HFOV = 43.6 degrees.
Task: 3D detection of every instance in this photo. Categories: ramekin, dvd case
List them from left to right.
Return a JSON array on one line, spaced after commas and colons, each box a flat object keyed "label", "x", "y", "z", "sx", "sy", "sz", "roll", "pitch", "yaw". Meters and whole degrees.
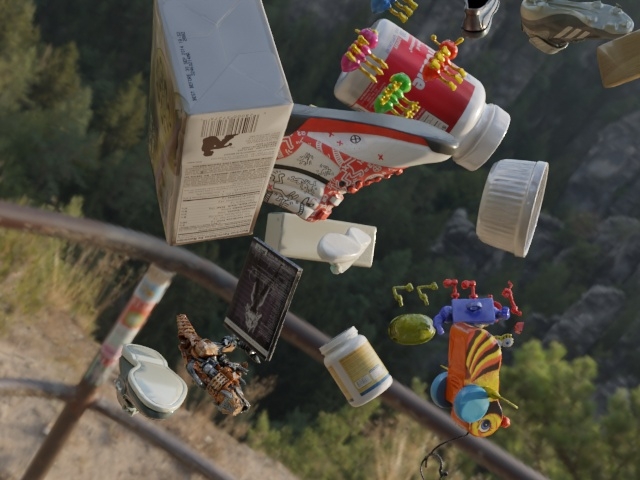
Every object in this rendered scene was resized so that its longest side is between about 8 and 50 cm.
[{"label": "dvd case", "x": -0.128, "y": 0.126, "z": 1.747, "sx": 0.018, "sy": 0.221, "sz": 0.165, "roll": 6, "pitch": 20, "yaw": -46}, {"label": "ramekin", "x": 0.404, "y": -0.075, "z": 1.700, "sx": 0.109, "sy": 0.207, "sz": 0.207, "roll": 14, "pitch": 18, "yaw": 18}]

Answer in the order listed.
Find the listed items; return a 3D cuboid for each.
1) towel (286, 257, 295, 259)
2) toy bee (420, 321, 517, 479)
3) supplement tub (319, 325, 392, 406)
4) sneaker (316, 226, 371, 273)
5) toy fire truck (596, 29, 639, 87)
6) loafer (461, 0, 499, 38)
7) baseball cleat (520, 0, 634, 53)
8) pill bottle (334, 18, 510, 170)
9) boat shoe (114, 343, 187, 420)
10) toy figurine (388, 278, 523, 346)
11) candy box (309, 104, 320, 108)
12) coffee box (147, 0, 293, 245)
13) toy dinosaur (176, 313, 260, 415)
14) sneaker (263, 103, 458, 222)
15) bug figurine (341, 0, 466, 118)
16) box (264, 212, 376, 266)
[{"label": "towel", "x": -0.088, "y": -0.009, "z": 2.174, "sx": 0.067, "sy": 0.119, "sz": 0.029, "roll": 9, "pitch": 15, "yaw": 6}, {"label": "toy bee", "x": 0.290, "y": 0.302, "z": 1.528, "sx": 0.162, "sy": 0.298, "sz": 0.195, "roll": 7, "pitch": 29, "yaw": -29}, {"label": "supplement tub", "x": 0.100, "y": 0.364, "z": 2.322, "sx": 0.199, "sy": 0.144, "sz": 0.144, "roll": 57, "pitch": 26, "yaw": 4}, {"label": "sneaker", "x": 0.042, "y": 0.035, "z": 1.717, "sx": 0.080, "sy": 0.094, "sz": 0.212, "roll": 37, "pitch": 20, "yaw": 16}, {"label": "toy fire truck", "x": 0.330, "y": -0.139, "z": 0.677, "sx": 0.159, "sy": 0.216, "sz": 0.246, "roll": 9, "pitch": -3, "yaw": 8}, {"label": "loafer", "x": 0.423, "y": -0.638, "z": 2.128, "sx": 0.096, "sy": 0.084, "sz": 0.267, "roll": 2, "pitch": 46, "yaw": 15}, {"label": "baseball cleat", "x": 0.455, "y": -0.377, "z": 1.426, "sx": 0.206, "sy": 0.109, "sz": 0.072, "roll": 29, "pitch": 62, "yaw": 32}, {"label": "pill bottle", "x": 0.257, "y": -0.351, "z": 2.001, "sx": 0.408, "sy": 0.229, "sz": 0.229, "roll": 31, "pitch": 24, "yaw": -11}, {"label": "boat shoe", "x": -0.345, "y": 0.298, "z": 1.582, "sx": 0.116, "sy": 0.099, "sz": 0.319, "roll": 18, "pitch": 4, "yaw": -25}, {"label": "toy figurine", "x": 0.363, "y": 0.172, "z": 2.103, "sx": 0.363, "sy": 0.191, "sz": 0.217, "roll": 0, "pitch": -17, "yaw": 3}, {"label": "candy box", "x": -0.009, "y": -0.279, "z": 2.407, "sx": 0.088, "sy": 0.182, "sz": 0.316, "roll": 19, "pitch": 18, "yaw": -15}, {"label": "coffee box", "x": -0.132, "y": -0.136, "z": 0.955, "sx": 0.119, "sy": 0.297, "sz": 0.168, "roll": -9, "pitch": 66, "yaw": -18}, {"label": "toy dinosaur", "x": -0.261, "y": 0.297, "z": 2.001, "sx": 0.218, "sy": 0.164, "sz": 0.321, "roll": 9, "pitch": 52, "yaw": -51}, {"label": "sneaker", "x": 0.042, "y": -0.097, "z": 1.084, "sx": 0.270, "sy": 0.144, "sz": 0.090, "roll": 6, "pitch": 22, "yaw": -8}, {"label": "bug figurine", "x": 0.142, "y": -0.348, "z": 1.449, "sx": 0.279, "sy": 0.216, "sz": 0.072, "roll": 42, "pitch": -3, "yaw": -42}, {"label": "box", "x": 0.000, "y": 0.000, "z": 2.041, "sx": 0.275, "sy": 0.113, "sz": 0.094, "roll": 10, "pitch": -3, "yaw": -28}]
